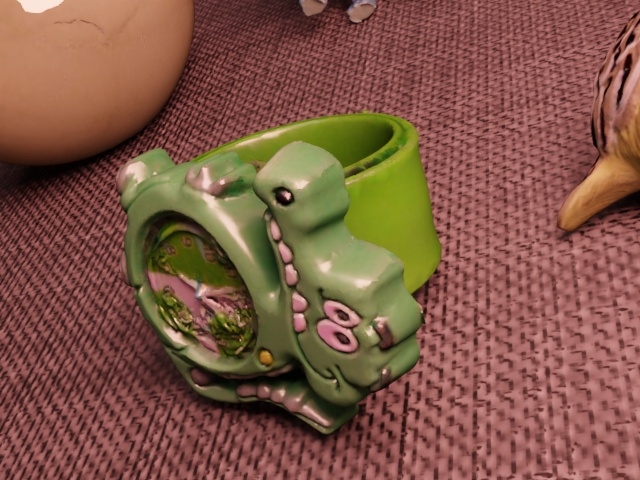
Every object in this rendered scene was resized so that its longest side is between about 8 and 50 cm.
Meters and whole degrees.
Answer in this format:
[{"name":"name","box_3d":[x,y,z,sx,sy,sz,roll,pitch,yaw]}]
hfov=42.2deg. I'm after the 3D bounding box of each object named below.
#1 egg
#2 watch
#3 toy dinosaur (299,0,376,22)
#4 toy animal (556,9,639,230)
[{"name":"egg","box_3d":[-0.211,-0.174,0.647,0.219,0.219,0.269,-3,45,28]},{"name":"watch","box_3d":[0.000,0.000,0.403,0.165,0.131,0.152,0,25,38]},{"name":"toy dinosaur","box_3d":[0.016,-0.243,0.679,0.329,0.076,0.144,5,60,-4]},{"name":"toy animal","box_3d":[0.165,-0.065,0.393,0.137,0.098,0.098,-33,30,29]}]
